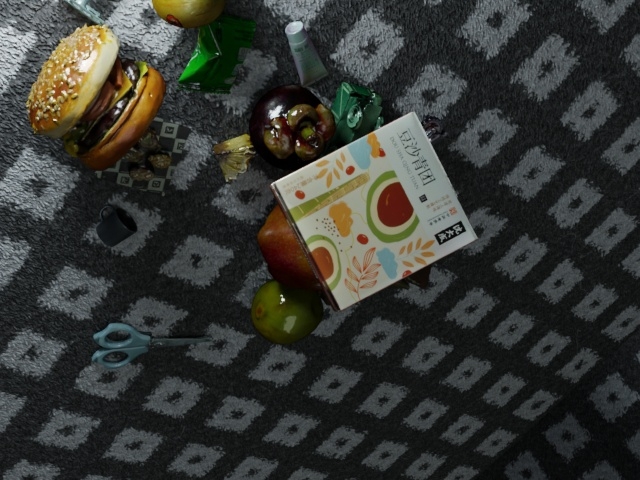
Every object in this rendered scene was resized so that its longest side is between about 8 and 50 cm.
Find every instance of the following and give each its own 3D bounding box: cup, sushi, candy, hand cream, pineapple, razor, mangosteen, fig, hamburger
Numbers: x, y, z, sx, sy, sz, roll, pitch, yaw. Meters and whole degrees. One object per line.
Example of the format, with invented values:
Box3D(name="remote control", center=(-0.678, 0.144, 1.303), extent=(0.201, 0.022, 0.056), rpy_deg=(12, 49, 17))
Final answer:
Box3D(name="cup", center=(-0.536, -0.041, 1.850), extent=(0.077, 0.078, 0.100), rpy_deg=(-35, 97, 11))
Box3D(name="sushi", center=(-0.437, -0.208, 1.777), extent=(0.193, 0.040, 0.210), rpy_deg=(15, 119, -31))
Box3D(name="candy", center=(-0.240, -0.429, 1.668), extent=(0.141, 0.078, 0.203), rpy_deg=(9, 127, -28))
Box3D(name="hand cream", center=(-0.038, -0.454, 1.756), extent=(0.076, 0.047, 0.174), rpy_deg=(-29, 140, 0))
Box3D(name="pineapple", center=(-0.228, -0.212, 1.842), extent=(0.116, 0.069, 0.137), rpy_deg=(16, 119, -32))
Box3D(name="razor", center=(-0.442, -0.573, 1.493), extent=(0.106, 0.068, 0.232), rpy_deg=(33, 102, -38))
Box3D(name="mangosteen", center=(-0.061, -0.271, 1.745), extent=(0.212, 0.250, 0.211), rpy_deg=(-7, 107, -24))
Box3D(name="fig", center=(-0.089, 0.199, 2.131), extent=(0.230, 0.207, 0.207), rpy_deg=(-20, 133, -30))
Box3D(name="hamburger", center=(-0.488, -0.311, 1.534), extent=(0.225, 0.291, 0.291), rpy_deg=(35, 107, -34))

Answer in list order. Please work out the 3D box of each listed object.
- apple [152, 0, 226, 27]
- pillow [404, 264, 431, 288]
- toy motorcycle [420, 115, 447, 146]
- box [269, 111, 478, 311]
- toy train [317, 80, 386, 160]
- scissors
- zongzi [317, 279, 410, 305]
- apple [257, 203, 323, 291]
Box3D(name="apple", center=(-0.280, -0.540, 1.503), extent=(0.155, 0.182, 0.182), rpy_deg=(0, 131, 14))
Box3D(name="pillow", center=(0.230, -0.035, 1.968), extent=(0.109, 0.305, 0.308), rpy_deg=(-11, 164, 21))
Box3D(name="toy motorcycle", center=(0.268, -0.249, 2.010), extent=(0.215, 0.080, 0.122), rpy_deg=(-40, 128, 12))
Box3D(name="box", center=(0.125, -0.068, 1.731), extent=(0.385, 0.122, 0.344), rpy_deg=(-27, 91, -3))
Box3D(name="toy train", center=(0.073, -0.278, 1.857), extent=(0.115, 0.154, 0.269), rpy_deg=(7, 122, -29))
Box3D(name="scissors", center=(-0.500, 0.308, 2.156), extent=(0.361, 0.029, 0.191), rpy_deg=(-3, 130, -23))
Box3D(name="zongzi", center=(0.118, 0.136, 2.122), extent=(0.125, 0.274, 0.250), rpy_deg=(-23, 146, -47))
Box3D(name="apple", center=(0.000, 0.000, 1.937), extent=(0.317, 0.288, 0.288), rpy_deg=(-8, 138, 28))
